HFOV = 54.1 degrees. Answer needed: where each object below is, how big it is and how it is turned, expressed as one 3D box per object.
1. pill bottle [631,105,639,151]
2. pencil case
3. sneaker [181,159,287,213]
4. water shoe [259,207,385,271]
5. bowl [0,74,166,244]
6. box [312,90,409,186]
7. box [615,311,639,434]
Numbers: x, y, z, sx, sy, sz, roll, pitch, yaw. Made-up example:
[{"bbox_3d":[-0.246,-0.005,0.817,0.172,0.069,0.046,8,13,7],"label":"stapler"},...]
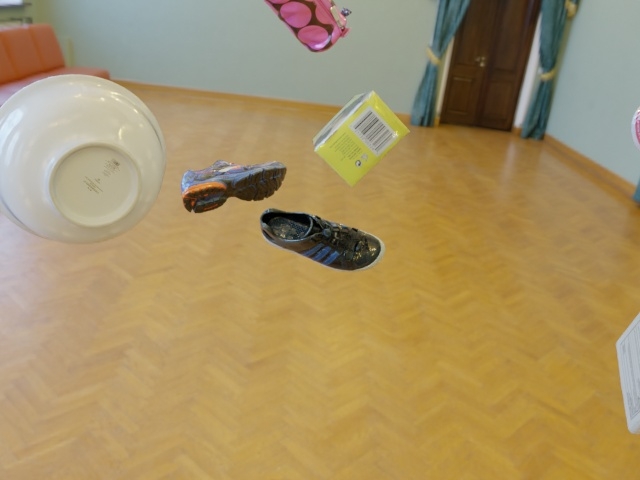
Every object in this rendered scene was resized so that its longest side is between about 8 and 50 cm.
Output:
[{"bbox_3d":[0.457,-0.148,0.741,0.087,0.087,0.160,2,-6,-13],"label":"pill bottle"},{"bbox_3d":[-0.040,-0.401,1.013,0.209,0.095,0.098,35,-2,-44],"label":"pencil case"},{"bbox_3d":[-0.171,-0.125,1.229,0.221,0.083,0.087,-13,54,-22],"label":"sneaker"},{"bbox_3d":[0.000,0.000,0.983,0.203,0.073,0.080,11,-13,8],"label":"water shoe"},{"bbox_3d":[-0.378,-0.108,1.017,0.297,0.298,0.134,-6,27,-31],"label":"bowl"},{"bbox_3d":[0.038,-0.122,0.729,0.058,0.087,0.232,44,6,-9],"label":"box"},{"bbox_3d":[0.510,0.164,0.853,0.126,0.232,0.149,3,58,8],"label":"box"}]
